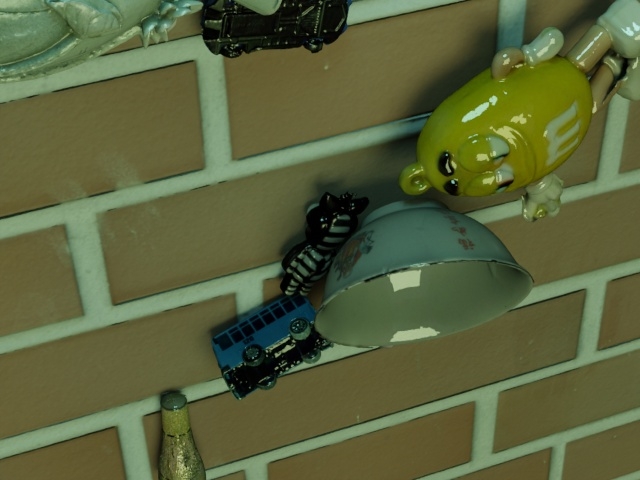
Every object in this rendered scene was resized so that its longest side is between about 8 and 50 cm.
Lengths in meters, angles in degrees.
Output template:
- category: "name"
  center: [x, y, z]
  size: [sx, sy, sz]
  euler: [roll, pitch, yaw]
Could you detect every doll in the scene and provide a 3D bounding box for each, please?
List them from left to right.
- category: "doll"
  center: [0.000, 0.000, 1.993]
  size: [0.091, 0.067, 0.219]
  euler: [5, 131, -33]
- category: "doll"
  center: [0.344, -0.193, 1.937]
  size: [0.348, 0.161, 0.423]
  euler: [23, 109, -43]

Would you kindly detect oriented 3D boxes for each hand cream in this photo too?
- category: "hand cream"
  center: [-0.245, 0.343, 2.168]
  size: [0.084, 0.084, 0.203]
  euler: [-14, 125, -15]

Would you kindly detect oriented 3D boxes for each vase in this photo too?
- category: "vase"
  center: [-0.261, -0.328, 1.479]
  size: [0.446, 0.250, 0.250]
  euler: [-13, 132, -21]

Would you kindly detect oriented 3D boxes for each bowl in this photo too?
- category: "bowl"
  center: [0.146, 0.034, 1.968]
  size: [0.346, 0.157, 0.345]
  euler: [-8, 157, -4]

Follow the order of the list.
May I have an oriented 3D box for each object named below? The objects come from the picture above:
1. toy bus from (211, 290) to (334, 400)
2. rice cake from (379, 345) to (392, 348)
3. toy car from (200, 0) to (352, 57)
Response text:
- category: "toy bus"
  center: [-0.084, 0.168, 2.067]
  size: [0.185, 0.106, 0.090]
  euler: [-29, 139, -8]
- category: "rice cake"
  center: [0.132, 0.092, 2.155]
  size: [0.189, 0.037, 0.198]
  euler: [-33, 135, 3]
- category: "toy car"
  center: [-0.060, -0.304, 1.704]
  size: [0.216, 0.063, 0.103]
  euler: [-9, 132, -26]
